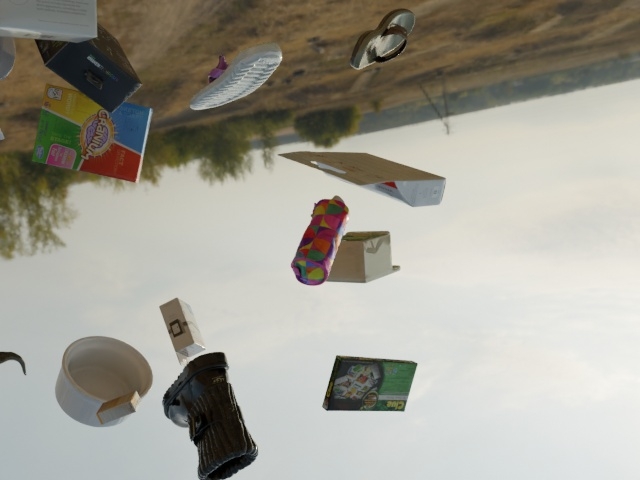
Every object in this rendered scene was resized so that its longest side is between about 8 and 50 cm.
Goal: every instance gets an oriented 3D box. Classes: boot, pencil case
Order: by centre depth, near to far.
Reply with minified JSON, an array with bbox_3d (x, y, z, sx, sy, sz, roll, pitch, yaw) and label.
[{"bbox_3d":[-0.272,0.450,1.557,0.131,0.260,0.348,-10,151,-28],"label":"boot"},{"bbox_3d":[0.000,0.000,1.594,0.104,0.104,0.236,-7,-141,25],"label":"pencil case"}]

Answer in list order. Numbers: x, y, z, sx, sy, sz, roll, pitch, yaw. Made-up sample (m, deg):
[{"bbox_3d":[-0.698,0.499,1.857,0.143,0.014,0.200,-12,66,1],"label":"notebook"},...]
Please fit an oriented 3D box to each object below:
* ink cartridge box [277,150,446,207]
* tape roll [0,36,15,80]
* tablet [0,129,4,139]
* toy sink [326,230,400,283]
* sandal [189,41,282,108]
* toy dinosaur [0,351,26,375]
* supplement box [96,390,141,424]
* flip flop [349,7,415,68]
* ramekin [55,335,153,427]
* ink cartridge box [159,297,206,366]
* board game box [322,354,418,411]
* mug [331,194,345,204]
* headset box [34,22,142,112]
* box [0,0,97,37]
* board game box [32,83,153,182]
[{"bbox_3d":[0.113,-0.166,1.793,0.308,0.091,0.385,25,-157,38],"label":"ink cartridge box"},{"bbox_3d":[-0.922,-0.523,1.730,0.072,0.219,0.219,2,-165,23],"label":"tape roll"},{"bbox_3d":[-0.804,-0.276,1.569,0.054,0.083,0.006,-11,-142,-3],"label":"tablet"},{"bbox_3d":[0.122,0.042,1.939,0.152,0.131,0.234,1,-173,34],"label":"toy sink"},{"bbox_3d":[-0.235,-0.466,1.795,0.169,0.102,0.416,-15,179,-38],"label":"sandal"},{"bbox_3d":[-0.753,0.205,1.354,0.121,0.314,0.160,-35,-158,-8],"label":"toy dinosaur"},{"bbox_3d":[-0.524,0.435,1.699,0.098,0.036,0.062,-21,-168,4],"label":"supplement box"},{"bbox_3d":[0.169,-0.494,1.629,0.080,0.112,0.277,28,-137,18],"label":"flip flop"},{"bbox_3d":[-0.665,0.434,1.990,0.277,0.135,0.277,26,-155,-13],"label":"ramekin"},{"bbox_3d":[-0.374,0.259,1.808,0.060,0.180,0.104,-26,159,1],"label":"ink cartridge box"},{"bbox_3d":[0.128,0.360,1.631,0.259,0.136,0.030,12,-176,-36],"label":"board game box"},{"bbox_3d":[0.049,-0.118,2.393,0.062,0.078,0.064,40,-118,23],"label":"mug"},{"bbox_3d":[-0.661,-0.526,1.832,0.131,0.283,0.246,-40,146,8],"label":"headset box"},{"bbox_3d":[-0.640,-0.640,1.477,0.214,0.346,0.168,-5,-168,-36],"label":"box"},{"bbox_3d":[-0.703,-0.329,2.023,0.316,0.242,0.064,11,-175,-9],"label":"board game box"}]
